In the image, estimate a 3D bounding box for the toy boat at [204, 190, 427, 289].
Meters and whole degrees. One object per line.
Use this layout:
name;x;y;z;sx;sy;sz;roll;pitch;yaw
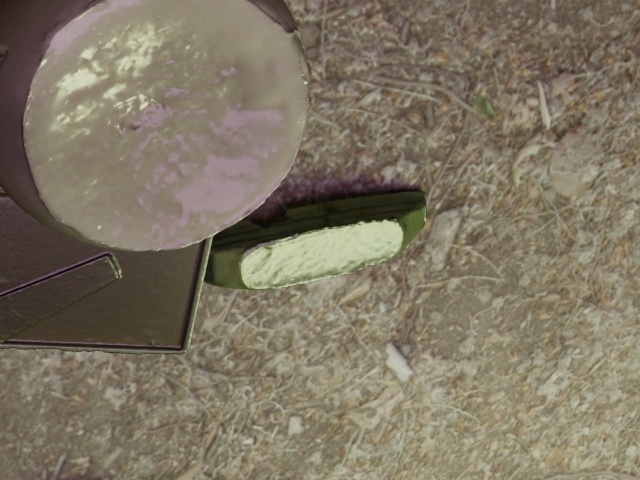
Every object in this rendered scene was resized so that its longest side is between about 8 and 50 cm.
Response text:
toy boat;0.000;0.000;1.605;0.293;0.055;0.093;-12;123;-21

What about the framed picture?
framed picture;-0.251;0.033;1.501;0.265;0.018;0.192;5;114;-22

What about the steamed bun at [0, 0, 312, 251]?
steamed bun;-0.174;-0.149;1.343;0.324;0.206;0.324;-12;122;-19
